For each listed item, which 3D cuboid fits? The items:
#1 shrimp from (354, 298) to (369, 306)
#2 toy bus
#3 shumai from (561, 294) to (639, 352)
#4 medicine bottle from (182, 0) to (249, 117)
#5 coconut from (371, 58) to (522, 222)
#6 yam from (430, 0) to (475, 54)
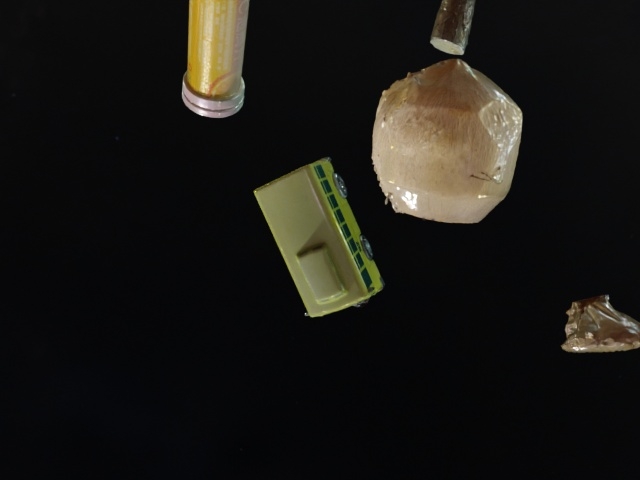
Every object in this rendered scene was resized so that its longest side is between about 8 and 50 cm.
[{"bbox_3d":[0.034,0.072,1.056,0.082,0.174,0.076,-49,-146,18],"label":"shrimp"},{"bbox_3d":[0.000,0.000,0.701,0.088,0.101,0.175,-23,-86,19],"label":"toy bus"},{"bbox_3d":[0.626,0.181,1.323,0.201,0.201,0.120,-7,-99,2],"label":"shumai"},{"bbox_3d":[-0.109,-0.236,0.635,0.073,0.218,0.074,7,-129,-8],"label":"medicine bottle"},{"bbox_3d":[0.284,-0.232,1.395,0.346,0.346,0.361,9,-77,10],"label":"coconut"},{"bbox_3d":[0.351,-0.577,1.580,0.107,0.107,0.183,15,-99,13],"label":"yam"}]
